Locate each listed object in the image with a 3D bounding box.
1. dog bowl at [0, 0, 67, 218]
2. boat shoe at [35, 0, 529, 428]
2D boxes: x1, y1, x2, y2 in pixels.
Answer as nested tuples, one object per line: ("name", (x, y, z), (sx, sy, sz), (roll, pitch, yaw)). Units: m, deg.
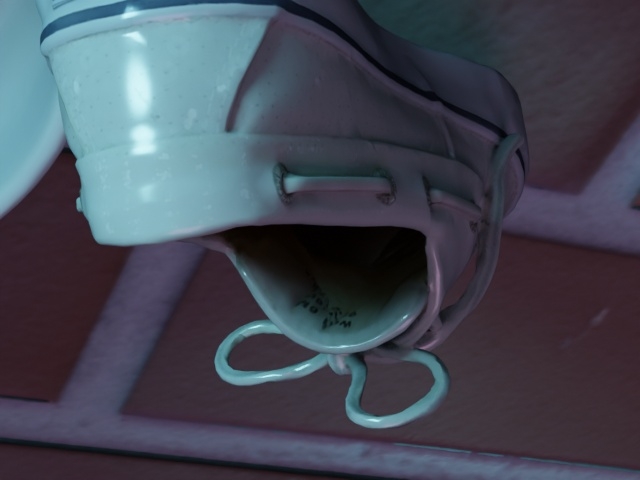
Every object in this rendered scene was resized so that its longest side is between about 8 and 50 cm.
("dog bowl", (-0.221, -0.100, 0.639), (0.265, 0.104, 0.265), (-8, 139, -7))
("boat shoe", (0.008, -0.001, 0.679), (0.136, 0.156, 0.367), (-8, 169, 16))
